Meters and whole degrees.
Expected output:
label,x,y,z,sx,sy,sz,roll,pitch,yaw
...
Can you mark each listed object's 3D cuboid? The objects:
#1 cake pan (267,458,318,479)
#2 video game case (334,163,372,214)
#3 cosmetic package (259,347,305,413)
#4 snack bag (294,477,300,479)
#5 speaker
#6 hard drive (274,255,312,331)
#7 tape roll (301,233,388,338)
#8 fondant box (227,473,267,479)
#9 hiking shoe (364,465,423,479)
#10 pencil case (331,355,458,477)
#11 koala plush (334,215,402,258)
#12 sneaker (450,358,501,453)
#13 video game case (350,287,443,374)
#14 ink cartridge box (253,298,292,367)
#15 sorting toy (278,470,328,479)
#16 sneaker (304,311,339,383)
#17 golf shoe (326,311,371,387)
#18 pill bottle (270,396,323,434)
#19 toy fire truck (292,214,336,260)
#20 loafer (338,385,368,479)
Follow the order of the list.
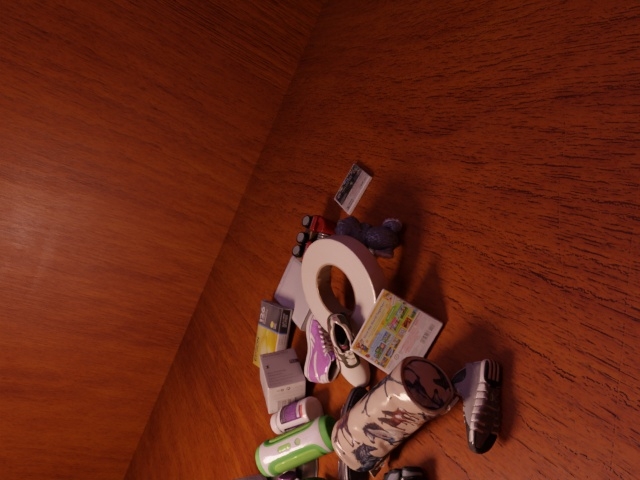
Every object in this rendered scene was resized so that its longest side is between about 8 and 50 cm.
label,x,y,z,sx,sy,sz,roll,pitch,yaw
cake pan,-0.114,0.855,1.726,0.293,0.054,0.293,-37,41,42
video game case,0.142,-0.229,2.040,0.190,0.022,0.173,-60,31,16
cosmetic package,-0.153,0.555,1.836,0.183,0.151,0.151,-121,27,-53
snack bag,-0.037,0.951,1.409,0.323,0.037,0.342,36,112,38
speaker,-0.076,0.713,1.599,0.297,0.131,0.131,-30,42,17
hard drive,-0.095,0.231,2.106,0.353,0.047,0.233,35,102,59
tape roll,0.076,0.171,1.638,0.392,0.072,0.391,22,121,43
fondant box,-0.356,1.014,1.688,0.096,0.330,0.238,19,105,62
hiking shoe,0.152,0.723,1.255,0.304,0.113,0.132,-32,49,20
pencil case,0.197,0.492,1.284,0.160,0.183,0.410,-38,-15,-53
koala plush,0.182,0.002,1.676,0.221,0.203,0.196,2,54,35
sneaker,0.384,0.417,1.176,0.132,0.086,0.228,-24,41,57
video game case,0.231,0.294,1.418,0.206,0.026,0.227,30,101,16
ink cartridge box,-0.245,0.441,2.148,0.307,0.072,0.303,4,87,56
sorting toy,-0.006,0.859,1.488,0.366,0.127,0.126,-9,87,46
sneaker,0.027,0.399,1.757,0.161,0.102,0.282,-14,70,51
golf shoe,0.086,0.375,1.534,0.105,0.272,0.120,-24,-3,5
pill bottle,-0.092,0.662,1.723,0.193,0.108,0.108,-30,46,30
toy fire truck,0.000,0.000,2.018,0.246,0.158,0.217,11,81,48
loafer,0.096,0.626,1.483,0.095,0.109,0.302,-27,52,55
